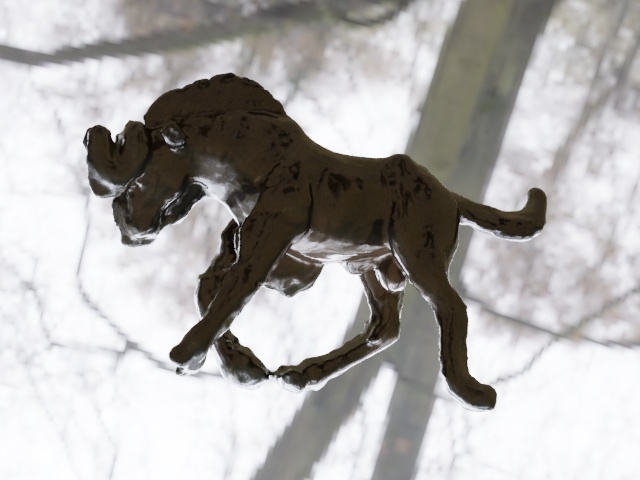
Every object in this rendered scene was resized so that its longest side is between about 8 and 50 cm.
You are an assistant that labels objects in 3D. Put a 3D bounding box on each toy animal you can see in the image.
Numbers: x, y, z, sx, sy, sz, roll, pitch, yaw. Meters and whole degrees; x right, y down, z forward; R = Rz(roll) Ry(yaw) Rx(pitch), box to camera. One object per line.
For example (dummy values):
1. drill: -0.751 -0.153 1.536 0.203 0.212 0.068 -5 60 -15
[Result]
1. toy animal: 0.000 0.000 0.941 0.232 0.148 0.084 8 174 -11
